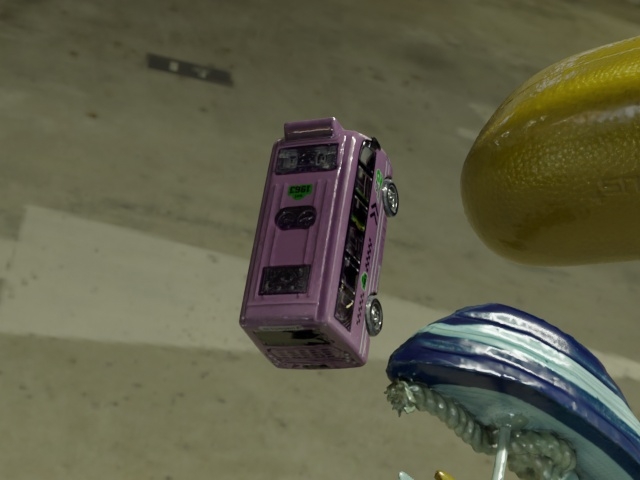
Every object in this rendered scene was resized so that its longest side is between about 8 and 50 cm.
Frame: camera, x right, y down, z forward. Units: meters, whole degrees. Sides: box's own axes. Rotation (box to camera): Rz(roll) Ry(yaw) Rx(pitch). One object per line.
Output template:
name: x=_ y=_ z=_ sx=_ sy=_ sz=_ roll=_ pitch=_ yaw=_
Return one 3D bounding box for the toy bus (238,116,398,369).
toy bus: x=0.000 y=0.000 z=0.888 sx=0.086 sy=0.178 sz=0.098 roll=-4 pitch=-30 yaw=25

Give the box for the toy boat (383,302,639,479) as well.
toy boat: x=0.110 y=0.175 z=0.604 sx=0.220 sy=0.067 sz=0.291 roll=32 pitch=45 yaw=-19

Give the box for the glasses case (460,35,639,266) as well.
glasses case: x=0.291 y=-0.076 z=0.969 sx=0.371 sy=0.173 sz=0.141 roll=-8 pitch=23 yaw=26
